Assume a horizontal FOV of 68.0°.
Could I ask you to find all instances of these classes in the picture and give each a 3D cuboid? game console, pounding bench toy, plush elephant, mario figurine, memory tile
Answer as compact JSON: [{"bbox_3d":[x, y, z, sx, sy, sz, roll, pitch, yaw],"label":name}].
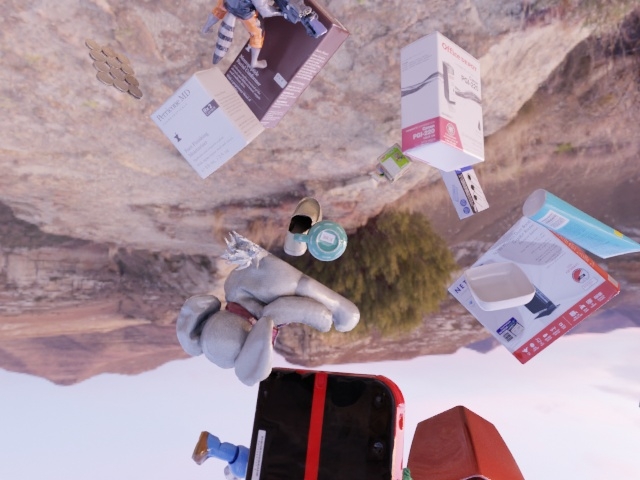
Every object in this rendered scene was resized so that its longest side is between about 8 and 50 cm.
[{"bbox_3d":[0.002,0.474,1.003,0.341,0.387,0.060,-3,157,23],"label":"game console"},{"bbox_3d":[0.138,-0.146,0.970,0.083,0.052,0.065,-39,173,-2],"label":"pounding bench toy"},{"bbox_3d":[-0.128,0.160,0.955,0.271,0.256,0.330,25,172,40],"label":"plush elephant"},{"bbox_3d":[-0.194,0.633,1.287,0.320,0.170,0.198,15,-175,2],"label":"mario figurine"},{"bbox_3d":[-0.472,-0.391,1.085,0.012,0.148,0.113,-39,154,26],"label":"memory tile"}]

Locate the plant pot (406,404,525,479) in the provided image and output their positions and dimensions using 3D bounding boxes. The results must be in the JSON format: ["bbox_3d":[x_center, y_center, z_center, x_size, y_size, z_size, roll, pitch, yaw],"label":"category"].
[{"bbox_3d":[0.420,0.655,1.411,0.267,0.236,0.267,35,126,-24],"label":"plant pot"}]

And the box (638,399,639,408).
[{"bbox_3d":[1.003,0.387,1.361,0.100,0.245,0.060,11,-175,19],"label":"box"}]

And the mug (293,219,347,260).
[{"bbox_3d":[0.008,0.006,1.505,0.157,0.130,0.097,-27,-176,-4],"label":"mug"}]

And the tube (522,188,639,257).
[{"bbox_3d":[0.444,-0.019,0.808,0.207,0.052,0.080,26,165,-13],"label":"tube"}]

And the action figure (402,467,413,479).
[{"bbox_3d":[0.214,0.706,1.209,0.063,0.232,0.137,-21,137,41],"label":"action figure"}]

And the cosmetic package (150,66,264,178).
[{"bbox_3d":[-0.257,-0.275,1.105,0.151,0.184,0.151,-34,-164,21],"label":"cosmetic package"}]

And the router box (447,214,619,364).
[{"bbox_3d":[0.588,0.133,1.346,0.082,0.301,0.336,-20,152,-55],"label":"router box"}]

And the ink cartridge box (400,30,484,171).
[{"bbox_3d":[0.237,-0.263,0.922,0.158,0.218,0.092,10,165,-41],"label":"ink cartridge box"}]

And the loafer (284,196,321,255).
[{"bbox_3d":[-0.054,-0.066,1.642,0.101,0.269,0.092,13,138,4],"label":"loafer"}]

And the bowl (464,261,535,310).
[{"bbox_3d":[0.435,0.118,1.165,0.141,0.053,0.142,-11,-146,1],"label":"bowl"}]

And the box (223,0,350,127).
[{"bbox_3d":[-0.115,-0.540,1.421,0.381,0.191,0.143,-46,171,24],"label":"box"}]

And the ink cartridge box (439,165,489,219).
[{"bbox_3d":[0.376,-0.168,1.281,0.097,0.207,0.046,-20,177,-44],"label":"ink cartridge box"}]

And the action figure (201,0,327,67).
[{"bbox_3d":[-0.164,-0.583,1.206,0.178,0.341,0.330,-43,174,-34],"label":"action figure"}]
